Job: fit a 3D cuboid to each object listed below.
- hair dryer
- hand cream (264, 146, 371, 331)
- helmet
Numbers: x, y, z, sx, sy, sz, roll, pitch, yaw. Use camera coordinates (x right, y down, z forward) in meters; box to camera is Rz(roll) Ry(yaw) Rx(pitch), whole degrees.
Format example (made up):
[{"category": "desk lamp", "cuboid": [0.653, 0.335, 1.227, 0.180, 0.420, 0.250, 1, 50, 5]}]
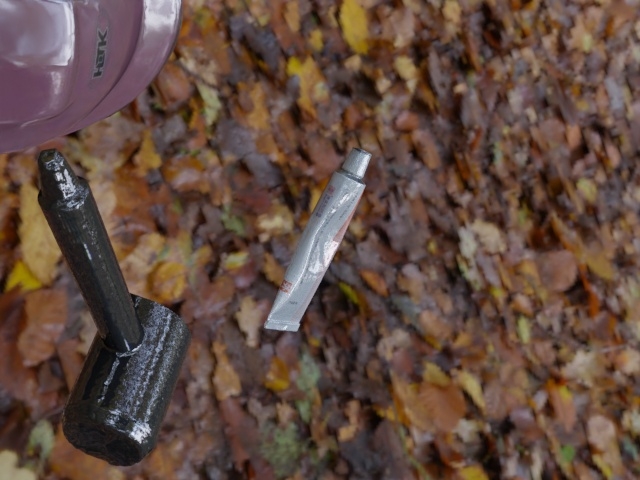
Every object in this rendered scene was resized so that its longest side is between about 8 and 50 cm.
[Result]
[{"category": "hair dryer", "cuboid": [-0.149, 0.045, 0.672, 0.248, 0.071, 0.114, 83, 17, -48]}, {"category": "hand cream", "cuboid": [0.002, 0.001, 1.075, 0.052, 0.038, 0.216, 22, 98, -26]}, {"category": "helmet", "cuboid": [-0.291, -0.180, 0.775, 0.338, 0.271, 0.197, 15, 30, -4]}]
